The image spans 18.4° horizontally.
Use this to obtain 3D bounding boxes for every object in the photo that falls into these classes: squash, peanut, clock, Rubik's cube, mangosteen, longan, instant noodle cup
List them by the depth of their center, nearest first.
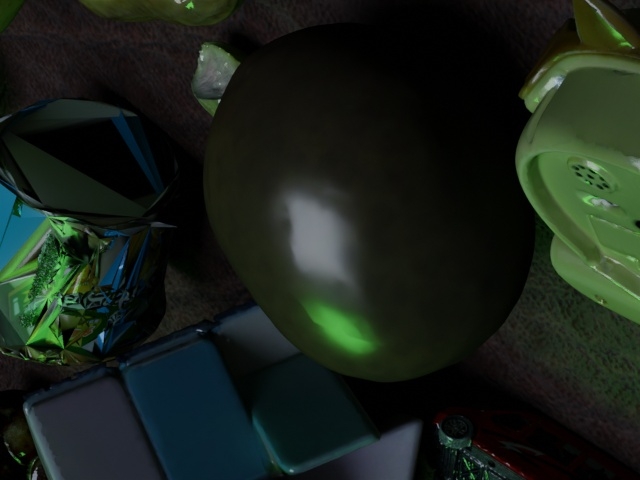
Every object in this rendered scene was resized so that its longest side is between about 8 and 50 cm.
[{"bbox_3d":[0.257,-0.031,1.312,0.286,0.117,0.348,26,164,33],"label":"clock"},{"bbox_3d":[0.036,-0.028,1.566,0.300,0.243,0.300,47,146,47],"label":"longan"},{"bbox_3d":[-0.154,-0.241,1.729,0.229,0.098,0.103,12,87,42],"label":"peanut"},{"bbox_3d":[-0.029,-0.087,1.739,0.239,0.069,0.069,46,144,10],"label":"squash"},{"bbox_3d":[-0.095,0.262,1.809,0.358,0.387,0.368,173,76,-81],"label":"Rubik's cube"},{"bbox_3d":[-0.242,-0.019,1.923,0.240,0.240,0.178,39,135,19],"label":"instant noodle cup"},{"bbox_3d":[-0.351,0.264,2.327,0.184,0.172,0.172,24,139,7],"label":"mangosteen"}]

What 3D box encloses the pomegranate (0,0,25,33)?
[{"bbox_3d":[-0.414,-0.291,1.791,0.319,0.319,0.319,29,138,30],"label":"pomegranate"}]

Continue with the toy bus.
[{"bbox_3d":[0.184,0.206,1.724,0.195,0.089,0.081,31,140,27],"label":"toy bus"}]
